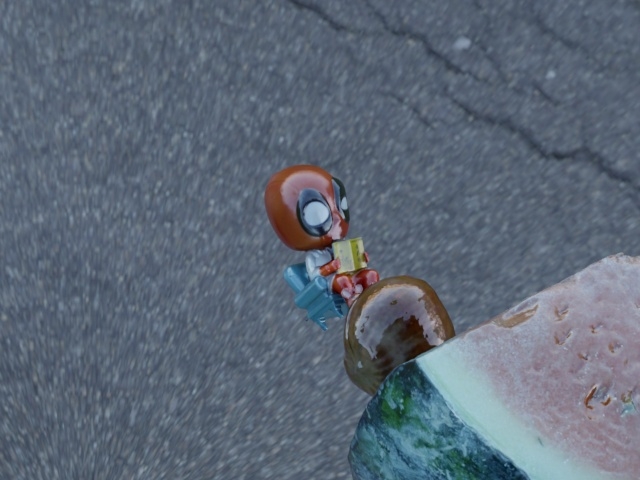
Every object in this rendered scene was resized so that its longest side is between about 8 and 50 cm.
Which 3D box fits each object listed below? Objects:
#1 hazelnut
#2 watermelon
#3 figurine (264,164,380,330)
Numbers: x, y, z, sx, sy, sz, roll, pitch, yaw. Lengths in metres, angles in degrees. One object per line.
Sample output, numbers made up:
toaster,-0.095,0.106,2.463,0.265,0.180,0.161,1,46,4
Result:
hazelnut,0.049,0.069,0.832,0.086,0.086,0.086,3,74,-10
watermelon,0.152,0.123,0.739,0.226,0.318,0.148,-46,67,5
figurine,0.000,0.000,0.996,0.068,0.075,0.140,-15,74,-43
